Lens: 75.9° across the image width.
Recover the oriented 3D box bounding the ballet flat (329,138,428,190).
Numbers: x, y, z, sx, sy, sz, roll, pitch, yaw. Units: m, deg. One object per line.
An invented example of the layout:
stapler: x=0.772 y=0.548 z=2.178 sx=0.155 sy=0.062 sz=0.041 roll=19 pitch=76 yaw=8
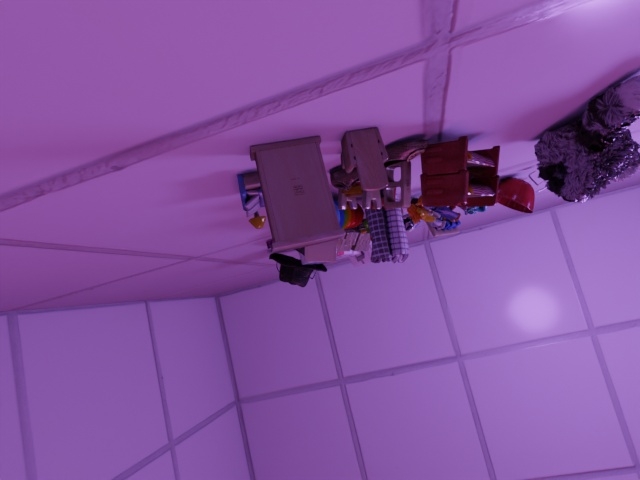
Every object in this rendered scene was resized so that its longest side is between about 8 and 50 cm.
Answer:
ballet flat: x=0.136 y=-0.175 z=0.969 sx=0.250 sy=0.058 sz=0.084 roll=-17 pitch=171 yaw=24

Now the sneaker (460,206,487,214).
sneaker: x=0.585 y=-0.157 z=1.621 sx=0.275 sy=0.110 sz=0.107 roll=-5 pitch=168 yaw=-41

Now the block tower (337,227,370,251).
block tower: x=0.119 y=-0.009 z=1.801 sx=0.091 sy=0.097 sz=0.335 roll=26 pitch=-169 yaw=28

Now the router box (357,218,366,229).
router box: x=0.229 y=-0.078 z=1.809 sx=0.122 sy=0.038 sz=0.092 roll=-17 pitch=170 yaw=23

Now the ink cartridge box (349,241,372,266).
ink cartridge box: x=0.283 y=0.028 z=2.171 sx=0.198 sy=0.114 sz=0.273 roll=-29 pitch=179 yaw=-25

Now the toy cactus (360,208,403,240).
toy cactus: x=0.260 y=-0.085 z=1.666 sx=0.180 sy=0.112 sz=0.219 roll=-21 pitch=166 yaw=-19

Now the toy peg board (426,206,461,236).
toy peg board: x=0.507 y=-0.109 z=1.694 sx=0.161 sy=0.160 sz=0.079 roll=-8 pitch=154 yaw=-36

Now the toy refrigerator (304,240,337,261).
toy refrigerator: x=0.000 y=0.000 z=1.402 sx=0.102 sy=0.094 sz=0.269 roll=2 pitch=-166 yaw=-1

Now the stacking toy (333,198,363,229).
stacking toy: x=0.043 y=-0.078 z=1.274 sx=0.141 sy=0.141 sz=0.330 roll=-19 pitch=176 yaw=32

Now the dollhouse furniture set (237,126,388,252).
dollhouse furniture set: x=-0.023 y=-0.074 z=0.908 sx=0.286 sy=0.198 sz=0.303 roll=-12 pitch=172 yaw=-12

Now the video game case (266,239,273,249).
video game case: x=-0.086 y=-0.004 z=1.784 sx=0.232 sy=0.041 sz=0.210 roll=-17 pitch=171 yaw=19

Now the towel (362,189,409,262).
towel: x=0.208 y=-0.043 z=1.360 sx=0.121 sy=0.235 sz=0.283 roll=-11 pitch=171 yaw=6

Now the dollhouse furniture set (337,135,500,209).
dollhouse furniture set: x=0.248 y=-0.162 z=1.080 sx=0.374 sy=0.152 sz=0.201 roll=2 pitch=-176 yaw=42

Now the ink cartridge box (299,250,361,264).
ink cartridge box: x=0.050 y=0.038 z=2.014 sx=0.207 sy=0.117 sz=0.283 roll=-18 pitch=170 yaw=26

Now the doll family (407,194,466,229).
doll family: x=0.414 y=-0.113 z=1.502 sx=0.163 sy=0.118 sz=0.263 roll=28 pitch=158 yaw=-13

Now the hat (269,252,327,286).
hat: x=-0.121 y=0.162 z=2.057 sx=0.331 sy=0.134 sz=0.331 roll=11 pitch=-176 yaw=-1

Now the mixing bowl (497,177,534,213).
mixing bowl: x=0.776 y=-0.189 z=1.637 sx=0.181 sy=0.098 sz=0.181 roll=25 pitch=-175 yaw=-2

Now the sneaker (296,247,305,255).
sneaker: x=-0.020 y=-0.027 z=1.577 sx=0.227 sy=0.087 sz=0.130 roll=-33 pitch=144 yaw=25

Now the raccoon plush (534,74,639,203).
raccoon plush: x=0.784 y=-0.256 z=1.044 sx=0.299 sy=0.216 sz=0.446 roll=-20 pitch=172 yaw=-8

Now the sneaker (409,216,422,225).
sneaker: x=0.476 y=-0.098 z=1.996 sx=0.073 sy=0.063 sz=0.162 roll=-17 pitch=172 yaw=-2

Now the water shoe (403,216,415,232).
water shoe: x=0.351 y=-0.077 z=1.975 sx=0.203 sy=0.073 sz=0.080 roll=-8 pitch=138 yaw=33

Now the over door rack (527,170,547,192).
over door rack: x=0.986 y=-0.252 z=1.601 sx=0.324 sy=0.108 sz=0.239 roll=-20 pitch=169 yaw=19
